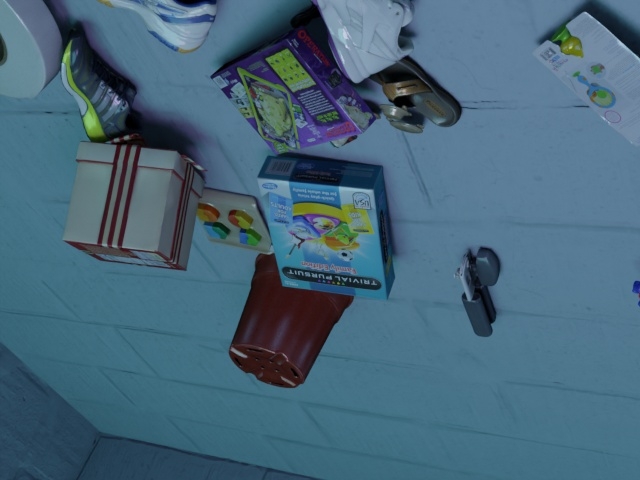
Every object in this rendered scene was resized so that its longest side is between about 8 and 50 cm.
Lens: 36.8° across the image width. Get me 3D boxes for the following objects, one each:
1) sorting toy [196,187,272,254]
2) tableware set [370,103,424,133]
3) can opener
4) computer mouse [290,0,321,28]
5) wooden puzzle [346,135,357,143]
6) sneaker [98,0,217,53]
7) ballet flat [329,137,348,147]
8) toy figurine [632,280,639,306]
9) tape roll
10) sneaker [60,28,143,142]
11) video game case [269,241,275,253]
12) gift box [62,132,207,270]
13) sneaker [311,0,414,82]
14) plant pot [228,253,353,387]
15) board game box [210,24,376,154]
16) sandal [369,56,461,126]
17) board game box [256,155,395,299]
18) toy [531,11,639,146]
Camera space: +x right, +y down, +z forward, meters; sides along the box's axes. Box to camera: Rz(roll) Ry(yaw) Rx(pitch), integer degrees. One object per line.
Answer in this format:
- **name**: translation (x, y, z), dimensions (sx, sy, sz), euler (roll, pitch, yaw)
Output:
- **sorting toy**: translation (-0.220, -0.042, 2.325), dimensions (0.193, 0.038, 0.208), euler (11, 147, 21)
- **tableware set**: translation (0.108, -0.232, 1.762), dimensions (0.168, 0.020, 0.141), euler (15, 177, 19)
- **can opener**: translation (0.359, 0.123, 2.148), dimensions (0.093, 0.074, 0.280), euler (8, 146, 23)
- **computer mouse**: translation (-0.058, -0.436, 1.599), dimensions (0.106, 0.042, 0.193), euler (-8, 137, 43)
- **wooden puzzle**: translation (0.041, -0.212, 1.914), dimensions (0.049, 0.006, 0.083), euler (38, 146, -23)
- **sneaker**: translation (-0.314, -0.465, 1.699), dimensions (0.296, 0.112, 0.131), euler (30, 132, -14)
- **ballet flat**: translation (-0.006, -0.250, 1.854), dimensions (0.052, 0.057, 0.168), euler (-40, 115, 19)
- **toy figurine**: translation (0.742, 0.121, 1.873), dimensions (0.362, 0.191, 0.217), euler (25, 180, -15)
- **tape roll**: translation (-0.696, -0.452, 1.937), dimensions (0.392, 0.072, 0.392), euler (24, 148, 16)
- **sneaker**: translation (-0.453, -0.324, 2.010), dimensions (0.121, 0.111, 0.300), euler (-2, 145, 8)
- **video game case**: translation (0.000, 0.000, 2.236), dimensions (0.210, 0.042, 0.232), euler (24, 149, -2)
- **gift box**: translation (-0.384, -0.083, 2.126), dimensions (0.276, 0.258, 0.255), euler (6, 169, 6)
- **sneaker**: translation (0.061, -0.396, 1.536), dimensions (0.152, 0.114, 0.305), euler (-19, 139, 9)
- **plant pot**: translation (-0.088, 0.205, 2.396), dimensions (0.272, 0.265, 0.272), euler (18, 148, 11)
- **board game box**: translation (-0.059, -0.262, 1.746), dimensions (0.208, 0.056, 0.347), euler (53, 157, -17)
- **sandal**: translation (0.154, -0.261, 1.707), dimensions (0.219, 0.060, 0.090), euler (36, 147, -20)
- **board game box**: translation (0.019, -0.022, 2.083), dimensions (0.253, 0.079, 0.336), euler (7, 137, 18)
- **toy**: translation (0.462, -0.261, 1.501), dimensions (0.237, 0.056, 0.137), euler (36, 151, -10)
